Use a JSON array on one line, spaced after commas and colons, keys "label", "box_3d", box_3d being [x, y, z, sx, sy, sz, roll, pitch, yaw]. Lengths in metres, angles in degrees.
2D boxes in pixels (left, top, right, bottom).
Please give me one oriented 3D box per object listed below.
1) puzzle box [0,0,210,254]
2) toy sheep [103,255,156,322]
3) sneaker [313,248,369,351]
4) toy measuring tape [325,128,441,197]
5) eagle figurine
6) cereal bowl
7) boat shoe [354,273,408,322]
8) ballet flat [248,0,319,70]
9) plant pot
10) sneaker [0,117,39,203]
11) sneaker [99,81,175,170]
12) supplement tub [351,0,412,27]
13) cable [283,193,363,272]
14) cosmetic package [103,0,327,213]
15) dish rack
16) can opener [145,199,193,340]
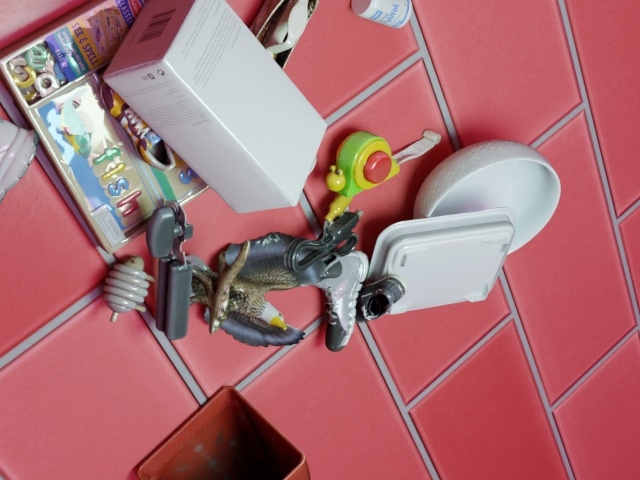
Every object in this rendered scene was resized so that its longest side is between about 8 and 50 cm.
[{"label": "puzzle box", "box_3d": [-0.355, -0.208, 1.677, 0.272, 0.052, 0.409, -37, 126, -19]}, {"label": "toy sheep", "box_3d": [-0.360, 0.091, 1.775, 0.091, 0.091, 0.132, 26, 75, -40]}, {"label": "sneaker", "box_3d": [0.014, 0.122, 2.070, 0.132, 0.086, 0.228, 14, 90, -34]}, {"label": "toy measuring tape", "box_3d": [0.134, -0.195, 2.004, 0.330, 0.121, 0.121, -31, 124, -32]}, {"label": "eagle figurine", "box_3d": [-0.135, 0.111, 1.911, 0.226, 0.225, 0.298, -26, 170, 22]}, {"label": "cereal bowl", "box_3d": [0.355, -0.100, 2.143, 0.339, 0.141, 0.339, -14, 140, -12]}, {"label": "boat shoe", "box_3d": [0.110, 0.137, 2.077, 0.075, 0.206, 0.065, 48, 52, -2]}, {"label": "ballet flat", "box_3d": [-0.097, -0.350, 1.770, 0.107, 0.106, 0.316, 22, 95, -39]}, {"label": "plant pot", "box_3d": [-0.171, 0.518, 1.990, 0.267, 0.267, 0.236, -42, 140, -15]}, {"label": "sneaker", "box_3d": [-0.579, -0.075, 1.555, 0.129, 0.111, 0.297, 31, 89, -20]}, {"label": "sneaker", "box_3d": [-0.303, -0.200, 1.629, 0.069, 0.084, 0.185, -42, 128, -15]}, {"label": "supplement tub", "box_3d": [0.123, -0.468, 1.904, 0.107, 0.071, 0.071, 7, 104, -38]}, {"label": "cable", "box_3d": [0.000, 0.000, 1.960, 0.287, 0.072, 0.139, -38, 141, -43]}, {"label": "cosmetic package", "box_3d": [-0.165, -0.232, 1.629, 0.365, 0.155, 0.197, 49, 49, -37]}, {"label": "dish rack", "box_3d": [0.271, 0.061, 2.123, 0.333, 0.072, 0.285, -7, 140, -17]}, {"label": "can opener", "box_3d": [-0.283, 0.055, 1.764, 0.093, 0.074, 0.280, -15, 122, -33]}]
